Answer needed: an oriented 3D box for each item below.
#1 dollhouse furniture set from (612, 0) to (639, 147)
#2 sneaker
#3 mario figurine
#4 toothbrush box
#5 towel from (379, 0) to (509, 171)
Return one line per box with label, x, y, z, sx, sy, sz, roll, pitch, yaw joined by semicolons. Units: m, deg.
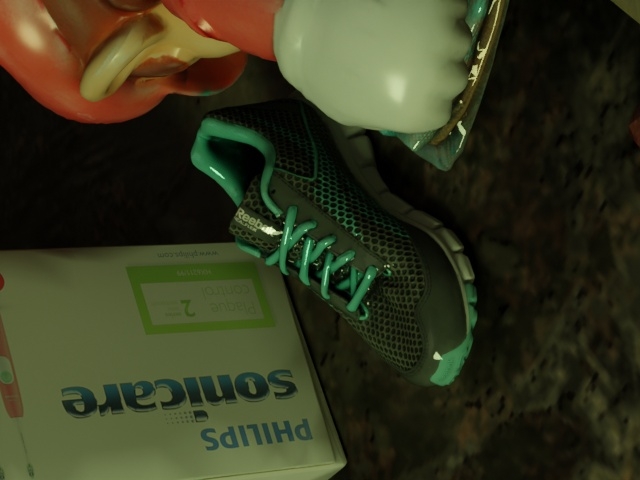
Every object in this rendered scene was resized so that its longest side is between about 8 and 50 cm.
dollhouse furniture set;0.146;-0.110;0.398;0.201;0.152;0.374;-65;22;21
sneaker;0.000;0.000;0.770;0.166;0.076;0.065;53;133;39
mario figurine;-0.003;-0.133;0.676;0.170;0.198;0.320;46;144;-11
toothbrush box;-0.154;0.120;0.886;0.283;0.206;0.122;-45;56;48
towel;0.021;-0.251;0.758;0.271;0.040;0.370;43;125;44
